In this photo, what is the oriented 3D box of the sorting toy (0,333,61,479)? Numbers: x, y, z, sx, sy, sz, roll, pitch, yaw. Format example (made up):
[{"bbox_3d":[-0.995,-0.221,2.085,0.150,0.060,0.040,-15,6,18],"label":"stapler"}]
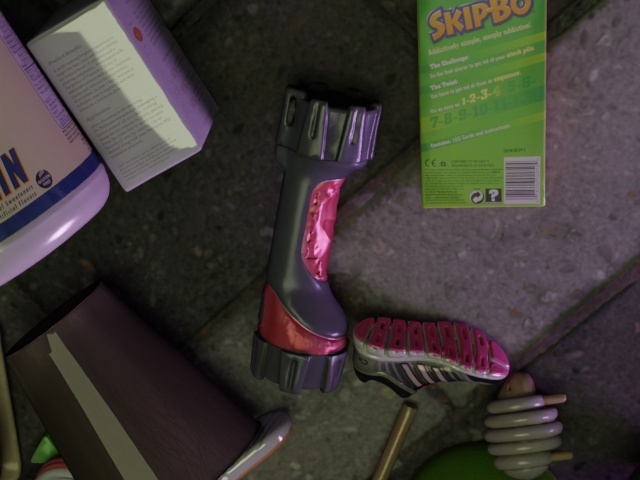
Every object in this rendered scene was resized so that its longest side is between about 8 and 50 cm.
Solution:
[{"bbox_3d":[-0.427,0.183,1.870,0.347,0.047,0.196,-1,113,6],"label":"sorting toy"}]

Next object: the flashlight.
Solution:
[{"bbox_3d":[0.000,0.000,1.734,0.103,0.103,0.304,26,114,35],"label":"flashlight"}]

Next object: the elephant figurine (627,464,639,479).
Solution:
[{"bbox_3d":[0.323,0.339,1.804,0.186,0.169,0.239,41,106,-18],"label":"elephant figurine"}]

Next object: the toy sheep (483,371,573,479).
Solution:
[{"bbox_3d":[0.214,0.203,1.803,0.091,0.091,0.132,-8,82,8],"label":"toy sheep"}]

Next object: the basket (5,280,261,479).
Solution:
[{"bbox_3d":[-0.207,0.169,1.787,0.204,0.154,0.227,-42,100,-22],"label":"basket"}]

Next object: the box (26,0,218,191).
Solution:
[{"bbox_3d":[-0.186,-0.156,1.662,0.091,0.130,0.170,-28,107,15],"label":"box"}]

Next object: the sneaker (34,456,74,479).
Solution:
[{"bbox_3d":[-0.316,0.379,1.883,0.116,0.136,0.314,20,123,-3],"label":"sneaker"}]

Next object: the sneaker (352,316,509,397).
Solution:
[{"bbox_3d":[0.109,0.127,1.795,0.170,0.063,0.075,9,134,-11],"label":"sneaker"}]

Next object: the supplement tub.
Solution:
[{"bbox_3d":[-0.371,-0.116,1.597,0.235,0.235,0.325,-29,103,16],"label":"supplement tub"}]

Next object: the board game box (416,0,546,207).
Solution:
[{"bbox_3d":[0.157,-0.157,1.685,0.124,0.039,0.259,-1,115,5],"label":"board game box"}]

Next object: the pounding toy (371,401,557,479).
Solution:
[{"bbox_3d":[0.151,0.307,1.839,0.237,0.110,0.183,27,112,-7],"label":"pounding toy"}]

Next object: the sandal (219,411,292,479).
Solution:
[{"bbox_3d":[-0.121,0.286,1.858,0.265,0.102,0.076,-36,103,15],"label":"sandal"}]

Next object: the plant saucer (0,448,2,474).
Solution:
[{"bbox_3d":[-0.501,0.232,1.845,0.317,0.044,0.318,2,132,2],"label":"plant saucer"}]
